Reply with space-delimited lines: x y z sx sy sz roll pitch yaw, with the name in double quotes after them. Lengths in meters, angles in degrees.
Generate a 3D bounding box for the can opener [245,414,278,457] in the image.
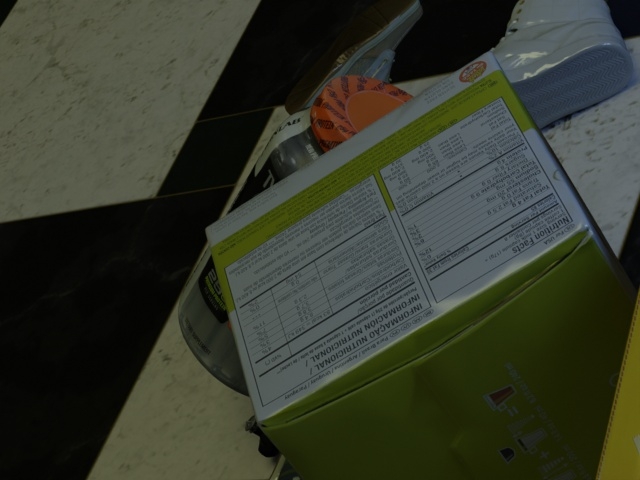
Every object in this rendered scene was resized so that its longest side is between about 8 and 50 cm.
-0.047 0.175 2.172 0.186 0.073 0.059 -92 22 -55 "can opener"

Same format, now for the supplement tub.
0.000 0.000 2.069 0.338 0.207 0.207 -59 21 32 "supplement tub"

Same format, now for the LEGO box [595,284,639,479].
0.452 0.072 1.501 0.372 0.193 0.500 5 71 33 "LEGO box"

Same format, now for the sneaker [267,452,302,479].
-0.018 0.272 2.015 0.086 0.064 0.192 23 66 45 "sneaker"

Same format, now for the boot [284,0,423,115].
0.080 -0.188 2.376 0.213 0.165 0.077 -46 28 -1 "boot"

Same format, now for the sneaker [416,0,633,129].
0.227 -0.205 2.326 0.292 0.108 0.169 -19 35 11 "sneaker"

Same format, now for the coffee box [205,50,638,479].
0.135 0.099 1.822 0.338 0.338 0.334 -31 34 7 "coffee box"
